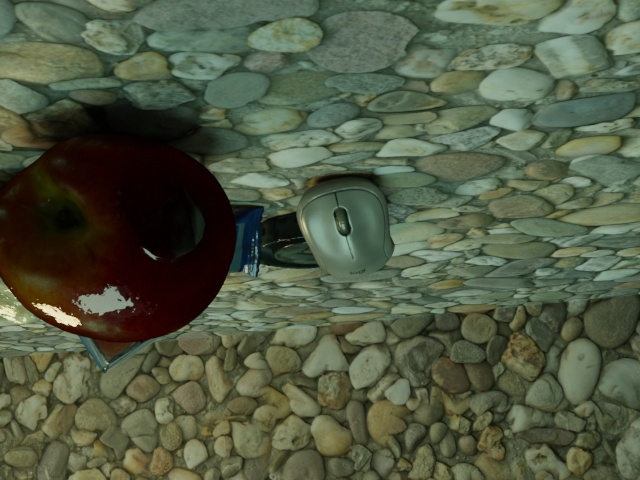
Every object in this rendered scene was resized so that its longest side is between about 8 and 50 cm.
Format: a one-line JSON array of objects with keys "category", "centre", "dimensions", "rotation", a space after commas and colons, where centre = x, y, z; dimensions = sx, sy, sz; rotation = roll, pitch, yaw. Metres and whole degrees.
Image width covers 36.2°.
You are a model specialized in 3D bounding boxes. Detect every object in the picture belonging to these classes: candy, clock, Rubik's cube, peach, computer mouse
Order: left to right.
[{"category": "Rubik's cube", "centre": [-0.496, 0.180, 2.404], "dimensions": [0.207, 0.205, 0.205], "rotation": [-34, 177, -21]}, {"category": "peach", "centre": [-0.316, -0.007, 1.582], "dimensions": [0.406, 0.335, 0.310], "rotation": [18, 156, -42]}, {"category": "candy", "centre": [-0.272, 0.026, 2.033], "dimensions": [0.331, 0.077, 0.187], "rotation": [-12, 129, -27]}, {"category": "clock", "centre": [0.001, 0.001, 2.246], "dimensions": [0.319, 0.066, 0.319], "rotation": [-3, 166, -1]}, {"category": "computer mouse", "centre": [0.056, -0.008, 1.985], "dimensions": [0.184, 0.121, 0.297], "rotation": [-8, 151, 4]}]

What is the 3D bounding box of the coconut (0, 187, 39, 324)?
[{"category": "coconut", "centre": [-0.530, 0.029, 1.811], "dimensions": [0.247, 0.245, 0.245], "rotation": [29, 168, 8]}]
